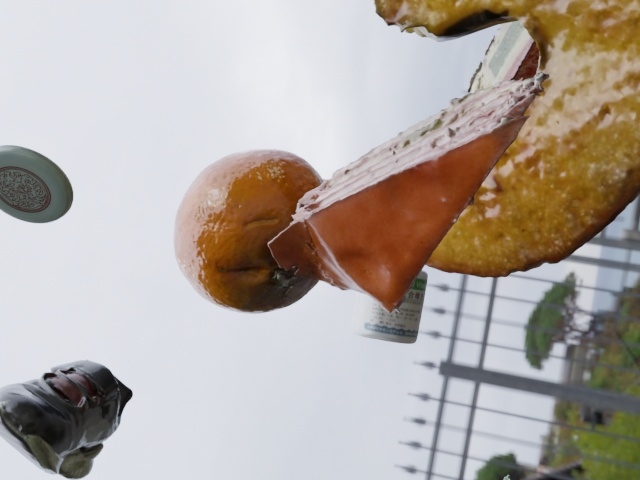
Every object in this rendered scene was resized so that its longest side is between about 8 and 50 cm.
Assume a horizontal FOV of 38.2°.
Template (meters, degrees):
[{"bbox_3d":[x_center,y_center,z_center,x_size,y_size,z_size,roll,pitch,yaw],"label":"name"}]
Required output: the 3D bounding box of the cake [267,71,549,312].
[{"bbox_3d":[0.092,-0.038,0.801,0.135,0.287,0.098,51,-148,-3],"label":"cake"}]

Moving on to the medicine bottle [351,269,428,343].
[{"bbox_3d":[0.146,0.082,1.848,0.139,0.139,0.236,18,-97,-73],"label":"medicine bottle"}]

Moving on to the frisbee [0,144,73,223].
[{"bbox_3d":[-0.327,-0.060,1.019,0.110,0.110,0.014,82,-165,-44],"label":"frisbee"}]

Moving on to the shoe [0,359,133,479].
[{"bbox_3d":[-0.244,0.159,0.886,0.112,0.099,0.227,-48,-11,-17],"label":"shoe"}]

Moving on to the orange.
[{"bbox_3d":[-0.081,-0.008,1.184,0.170,0.224,0.224,54,163,40],"label":"orange"}]

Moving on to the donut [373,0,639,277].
[{"bbox_3d":[0.221,-0.192,0.990,0.163,0.378,0.435,-26,-73,-58],"label":"donut"}]

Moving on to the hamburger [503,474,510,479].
[{"bbox_3d":[0.137,0.401,0.969,0.318,0.195,0.277,-46,-53,-15],"label":"hamburger"}]

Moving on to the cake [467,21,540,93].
[{"bbox_3d":[0.239,-0.219,1.184,0.220,0.117,0.086,59,-166,-56],"label":"cake"}]
